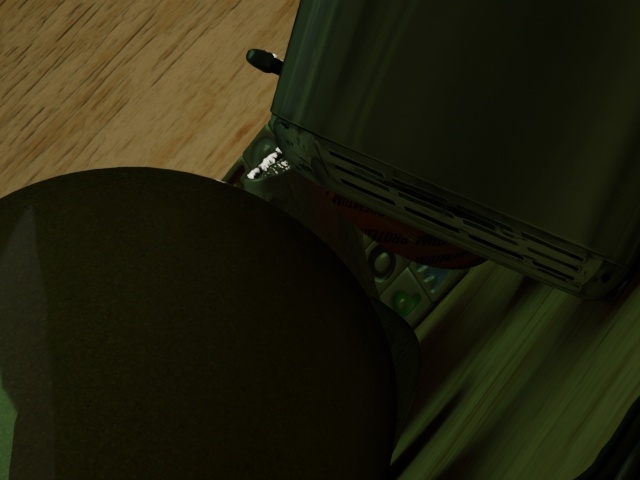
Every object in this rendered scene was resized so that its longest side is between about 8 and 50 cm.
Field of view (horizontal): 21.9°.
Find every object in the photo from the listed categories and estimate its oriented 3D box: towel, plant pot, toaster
[{"bbox_3d":[0.007,0.028,1.078,0.049,0.187,0.282,-16,8,7],"label":"towel"},{"bbox_3d":[-0.081,0.123,0.646,0.237,0.237,0.254,-49,15,16],"label":"plant pot"},{"bbox_3d":[0.084,-0.069,0.733,0.129,0.227,0.146,-58,-9,-84],"label":"toaster"}]

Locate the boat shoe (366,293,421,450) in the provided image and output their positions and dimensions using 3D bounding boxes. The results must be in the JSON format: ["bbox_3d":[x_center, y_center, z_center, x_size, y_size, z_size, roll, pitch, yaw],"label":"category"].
[{"bbox_3d":[-0.078,0.158,0.932,0.355,0.132,0.130,-48,3,12],"label":"boat shoe"}]

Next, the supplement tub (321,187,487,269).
[{"bbox_3d":[0.131,-0.134,0.903,0.316,0.193,0.193,-50,1,39],"label":"supplement tub"}]

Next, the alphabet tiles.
[{"bbox_3d":[0.000,0.000,1.372,0.009,0.237,0.198,3,-44,-48],"label":"alphabet tiles"}]

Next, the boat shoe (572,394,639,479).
[{"bbox_3d":[0.054,0.080,0.387,0.152,0.049,0.056,-49,1,32],"label":"boat shoe"}]
